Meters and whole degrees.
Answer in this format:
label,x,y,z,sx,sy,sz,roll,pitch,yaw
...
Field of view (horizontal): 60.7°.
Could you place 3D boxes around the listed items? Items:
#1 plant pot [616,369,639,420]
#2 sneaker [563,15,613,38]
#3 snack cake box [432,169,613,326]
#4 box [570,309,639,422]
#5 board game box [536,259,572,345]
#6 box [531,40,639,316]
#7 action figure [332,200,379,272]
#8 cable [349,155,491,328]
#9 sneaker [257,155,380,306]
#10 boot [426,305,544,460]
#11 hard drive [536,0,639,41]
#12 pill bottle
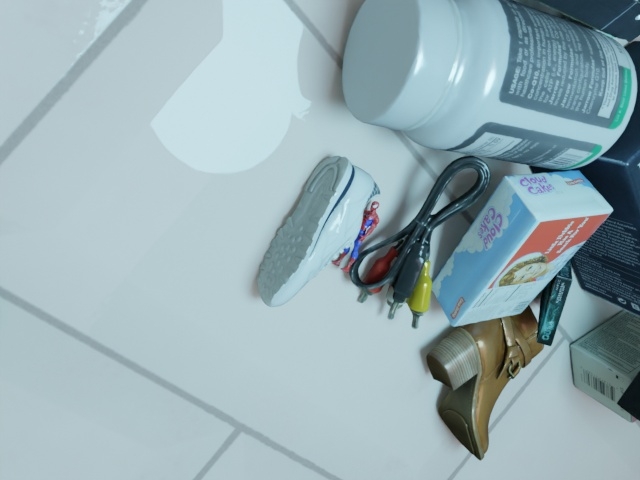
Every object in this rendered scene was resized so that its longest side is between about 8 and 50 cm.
label,x,y,z,sx,sy,sz,roll,pitch,yaw
plant pot,0.683,0.267,0.952,0.187,0.167,0.188,-11,130,-24
sneaker,0.474,-0.340,0.870,0.151,0.094,0.256,23,98,-24
snack cake box,0.301,0.019,0.855,0.152,0.089,0.264,-5,141,-24
box,0.670,0.244,1.153,0.232,0.148,0.127,-26,117,-16
board game box,0.414,0.088,0.968,0.186,0.026,0.126,-38,139,-61
box,0.585,-0.095,0.955,0.293,0.212,0.395,-41,120,-7
action figure,0.056,-0.009,0.822,0.030,0.038,0.115,28,95,-48
cable,0.143,-0.007,0.835,0.139,0.072,0.287,24,101,3
sneaker,0.000,0.000,0.774,0.095,0.090,0.235,32,93,-41
boot,0.321,0.255,1.022,0.220,0.109,0.283,-29,111,-19
hard drive,0.285,-0.406,0.707,0.338,0.064,0.237,7,64,-29
pill bottle,0.226,-0.215,0.737,0.361,0.204,0.204,4,106,-28
